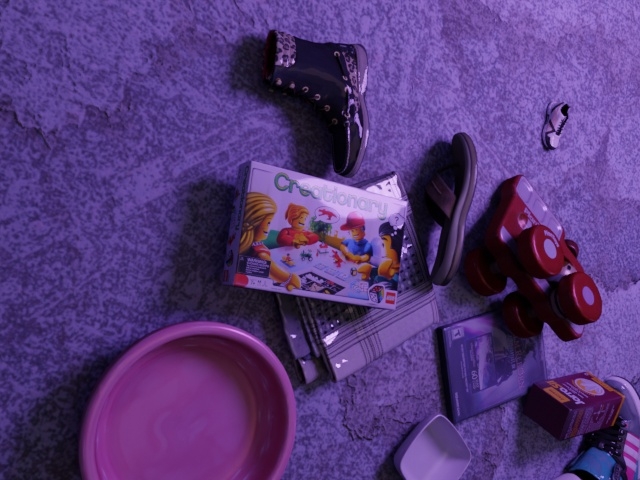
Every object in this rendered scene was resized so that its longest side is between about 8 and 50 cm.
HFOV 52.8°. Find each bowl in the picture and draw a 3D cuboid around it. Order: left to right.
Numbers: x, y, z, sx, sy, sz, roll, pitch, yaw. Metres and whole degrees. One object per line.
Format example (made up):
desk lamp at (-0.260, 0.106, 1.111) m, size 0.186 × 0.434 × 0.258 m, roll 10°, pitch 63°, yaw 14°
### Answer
bowl at (0.207, 0.414, 1.233) m, size 0.142 × 0.053 × 0.142 m, roll -44°, pitch 112°, yaw -22°

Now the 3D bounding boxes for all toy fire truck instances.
toy fire truck at (0.449, 0.040, 1.304) m, size 0.302 × 0.169 × 0.254 m, roll 47°, pitch 50°, yaw -13°

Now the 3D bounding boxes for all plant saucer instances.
plant saucer at (-0.199, 0.284, 0.979) m, size 0.331 × 0.084 × 0.333 m, roll -1°, pitch 93°, yaw -30°

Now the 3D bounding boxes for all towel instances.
towel at (0.060, 0.063, 1.139) m, size 0.324 × 0.056 × 0.313 m, roll -22°, pitch 102°, yaw -27°

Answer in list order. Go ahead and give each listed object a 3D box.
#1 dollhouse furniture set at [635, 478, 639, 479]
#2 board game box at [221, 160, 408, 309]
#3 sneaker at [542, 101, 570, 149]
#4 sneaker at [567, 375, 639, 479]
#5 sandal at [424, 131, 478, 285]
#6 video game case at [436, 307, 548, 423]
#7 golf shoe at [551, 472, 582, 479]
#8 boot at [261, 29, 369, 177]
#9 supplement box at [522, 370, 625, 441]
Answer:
dollhouse furniture set at (0.628, 0.744, 1.288) m, size 0.394 × 0.362 × 0.256 m, roll -33°, pitch 112°, yaw 21°
board game box at (0.000, 0.000, 1.055) m, size 0.305 × 0.053 × 0.193 m, roll 11°, pitch 82°, yaw -29°
sneaker at (0.514, -0.251, 1.402) m, size 0.040 × 0.043 × 0.109 m, roll 8°, pitch 89°, yaw -32°
sneaker at (0.637, 0.466, 1.450) m, size 0.178 × 0.123 × 0.296 m, roll -10°, pitch 97°, yaw -39°
sandal at (0.233, -0.068, 1.204) m, size 0.086 × 0.120 × 0.303 m, roll 13°, pitch 75°, yaw 4°
video game case at (0.362, 0.244, 1.336) m, size 0.274 × 0.026 × 0.196 m, roll -11°, pitch 97°, yaw -28°
golf shoe at (0.439, 0.559, 1.339) m, size 0.306 × 0.115 × 0.140 m, roll -26°, pitch 100°, yaw -28°
boot at (-0.011, -0.229, 1.077) m, size 0.178 × 0.085 × 0.237 m, roll 6°, pitch 82°, yaw -28°
supplement box at (0.544, 0.352, 1.382) m, size 0.188 × 0.104 × 0.081 m, roll -2°, pitch 114°, yaw -32°
